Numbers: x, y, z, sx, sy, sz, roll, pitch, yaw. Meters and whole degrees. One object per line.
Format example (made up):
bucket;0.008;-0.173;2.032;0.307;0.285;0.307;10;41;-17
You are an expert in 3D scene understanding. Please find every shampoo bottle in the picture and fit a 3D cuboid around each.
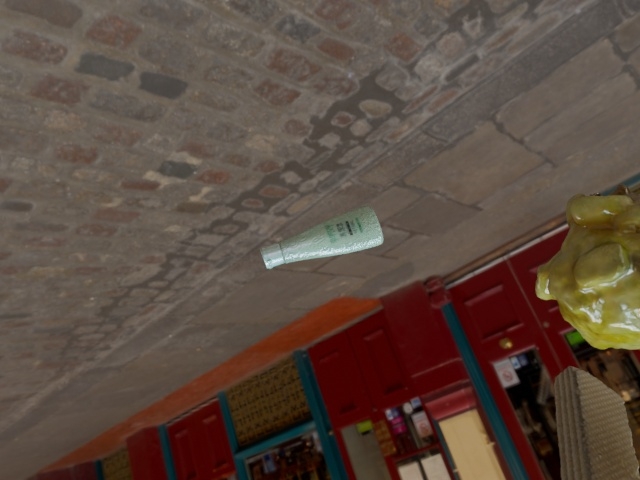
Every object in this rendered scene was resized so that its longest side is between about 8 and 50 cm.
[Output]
shampoo bottle;0.000;0.000;0.849;0.191;0.069;0.041;-16;166;-9

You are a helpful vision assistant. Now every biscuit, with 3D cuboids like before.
biscuit;0.512;0.415;0.983;0.078;0.144;0.426;-58;179;35

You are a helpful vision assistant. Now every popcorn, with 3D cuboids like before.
popcorn;0.436;0.037;0.715;0.286;0.252;0.215;-6;-159;-10
